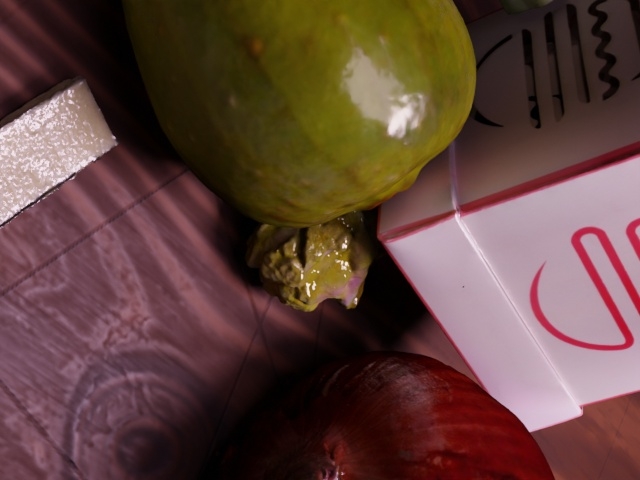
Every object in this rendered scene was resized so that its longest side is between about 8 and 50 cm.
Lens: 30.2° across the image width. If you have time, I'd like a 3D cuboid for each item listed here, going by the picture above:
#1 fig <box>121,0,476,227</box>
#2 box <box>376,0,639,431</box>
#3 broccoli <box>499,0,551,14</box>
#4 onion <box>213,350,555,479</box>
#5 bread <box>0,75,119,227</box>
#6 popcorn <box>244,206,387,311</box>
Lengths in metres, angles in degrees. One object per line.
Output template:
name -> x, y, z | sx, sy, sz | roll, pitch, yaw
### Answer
fig -> -0.034, -0.165, 0.981 | 0.326, 0.258, 0.258 | 47, 61, -11
box -> 0.256, -0.050, 1.162 | 0.312, 0.300, 0.314 | 53, 28, -35
broccoli -> 0.128, -0.351, 1.111 | 0.260, 0.288, 0.235 | 44, 25, -45
onion -> 0.072, 0.284, 1.104 | 0.341, 0.341, 0.341 | -7, 101, -44
bread -> -0.232, -0.067, 0.940 | 0.153, 0.028, 0.068 | -42, 122, -32
popcorn -> 0.000, 0.000, 1.121 | 0.145, 0.126, 0.126 | -32, 144, -55
